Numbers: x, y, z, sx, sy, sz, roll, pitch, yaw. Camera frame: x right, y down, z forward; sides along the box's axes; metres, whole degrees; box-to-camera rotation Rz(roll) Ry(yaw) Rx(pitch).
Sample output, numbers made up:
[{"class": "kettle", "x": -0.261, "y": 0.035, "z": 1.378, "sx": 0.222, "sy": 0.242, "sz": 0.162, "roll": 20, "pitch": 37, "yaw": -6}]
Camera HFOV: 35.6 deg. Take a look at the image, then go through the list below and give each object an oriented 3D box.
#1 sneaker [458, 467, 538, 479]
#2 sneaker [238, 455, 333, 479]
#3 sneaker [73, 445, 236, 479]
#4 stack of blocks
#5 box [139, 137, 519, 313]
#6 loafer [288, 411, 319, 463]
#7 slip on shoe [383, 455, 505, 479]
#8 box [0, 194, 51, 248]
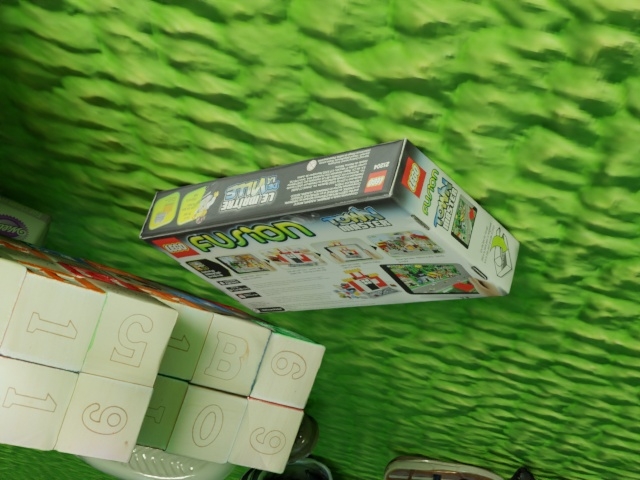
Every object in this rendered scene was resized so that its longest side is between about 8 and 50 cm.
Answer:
[{"class": "sneaker", "x": 0.215, "y": 0.262, "z": 0.972, "sx": 0.188, "sy": 0.078, "sz": 0.067, "roll": 6, "pitch": 169, "yaw": -13}, {"class": "sneaker", "x": 0.033, "y": 0.345, "z": 1.230, "sx": 0.282, "sy": 0.099, "sz": 0.153, "roll": 21, "pitch": 157, "yaw": -1}, {"class": "sneaker", "x": -0.217, "y": 0.160, "z": 0.976, "sx": 0.350, "sy": 0.131, "sz": 0.148, "roll": 17, "pitch": 156, "yaw": 23}, {"class": "stack of blocks", "x": -0.147, "y": 0.057, "z": 0.577, "sx": 0.297, "sy": 0.087, "sz": 0.171, "roll": 21, "pitch": 178, "yaw": -33}, {"class": "box", "x": 0.000, "y": 0.000, "z": 0.597, "sx": 0.207, "sy": 0.036, "sz": 0.114, "roll": -7, "pitch": 146, "yaw": 42}, {"class": "loafer", "x": -0.033, "y": 0.200, "z": 1.025, "sx": 0.050, "sy": 0.056, "sz": 0.148, "roll": 25, "pitch": 164, "yaw": -19}, {"class": "slip on shoe", "x": 0.134, "y": 0.253, "z": 1.045, "sx": 0.135, "sy": 0.051, "sz": 0.041, "roll": 5, "pitch": -166, "yaw": 8}, {"class": "box", "x": -0.348, "y": -0.041, "z": 0.667, "sx": 0.324, "sy": 0.067, "sz": 0.063, "roll": 23, "pitch": 122, "yaw": -8}]
